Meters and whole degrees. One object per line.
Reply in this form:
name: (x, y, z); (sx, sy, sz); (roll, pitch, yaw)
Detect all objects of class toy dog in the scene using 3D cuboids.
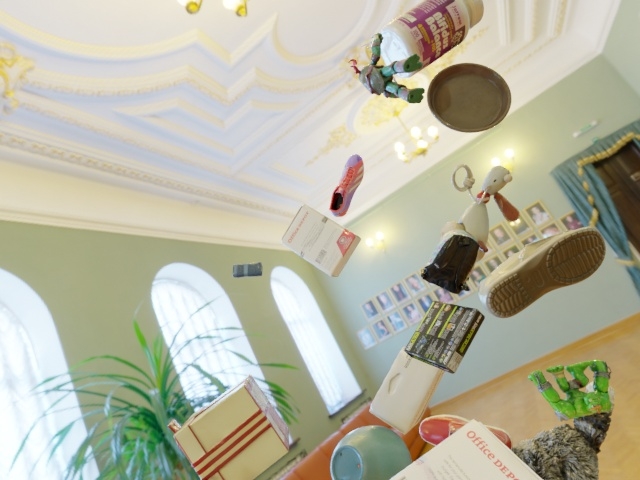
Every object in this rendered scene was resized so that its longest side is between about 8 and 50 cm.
toy dog: (0.530, -0.081, 1.366); (0.220, 0.333, 0.161); (5, 11, -21)

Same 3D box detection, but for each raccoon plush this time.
raccoon plush: (0.635, 0.588, 1.262); (0.446, 0.299, 0.216); (-62, -21, -20)

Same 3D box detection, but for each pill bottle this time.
pill bottle: (0.339, -0.641, 1.286); (0.302, 0.169, 0.169); (-36, -16, -8)

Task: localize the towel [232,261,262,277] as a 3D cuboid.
towel: (-0.297, 0.120, 1.729); (0.120, 0.067, 0.029); (-3, -46, -5)

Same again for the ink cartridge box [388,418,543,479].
ink cartridge box: (0.259, 0.526, 0.801); (0.306, 0.131, 0.226); (-30, 17, -8)

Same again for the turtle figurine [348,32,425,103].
turtle figurine: (0.168, -0.427, 1.098); (0.118, 0.234, 0.175); (-42, -51, -4)

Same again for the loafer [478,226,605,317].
loafer: (0.410, 0.050, 0.807); (0.269, 0.101, 0.092); (-25, 12, -6)

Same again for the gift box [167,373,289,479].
gift box: (-0.260, 0.551, 1.198); (0.258, 0.255, 0.276); (-36, -10, -8)

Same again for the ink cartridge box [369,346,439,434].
ink cartridge box: (0.378, 0.611, 1.764); (0.285, 0.166, 0.395); (-62, -25, -4)

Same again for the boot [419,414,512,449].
boot: (0.361, 0.518, 1.113); (0.245, 0.088, 0.176); (-5, -16, 31)

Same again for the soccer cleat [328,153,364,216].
soccer cleat: (0.096, -0.205, 1.571); (0.095, 0.083, 0.247); (12, -81, -69)

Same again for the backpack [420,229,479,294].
backpack: (0.402, 0.055, 1.293); (0.115, 0.152, 0.181); (-73, 5, -73)

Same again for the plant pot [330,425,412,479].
plant pot: (0.147, 0.791, 1.474); (0.290, 0.290, 0.195); (-35, -43, 21)

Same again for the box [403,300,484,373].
box: (0.356, 0.273, 1.230); (0.190, 0.045, 0.184); (-55, 19, -16)

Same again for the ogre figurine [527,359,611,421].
ogre figurine: (0.600, 0.350, 0.993); (0.197, 0.118, 0.097); (3, -29, -28)

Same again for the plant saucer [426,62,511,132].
plant saucer: (0.499, -0.479, 1.439); (0.278, 0.277, 0.041); (-27, -19, -4)

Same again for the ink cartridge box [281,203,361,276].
ink cartridge box: (0.000, 0.000, 1.415); (0.158, 0.218, 0.092); (-58, -20, 3)
